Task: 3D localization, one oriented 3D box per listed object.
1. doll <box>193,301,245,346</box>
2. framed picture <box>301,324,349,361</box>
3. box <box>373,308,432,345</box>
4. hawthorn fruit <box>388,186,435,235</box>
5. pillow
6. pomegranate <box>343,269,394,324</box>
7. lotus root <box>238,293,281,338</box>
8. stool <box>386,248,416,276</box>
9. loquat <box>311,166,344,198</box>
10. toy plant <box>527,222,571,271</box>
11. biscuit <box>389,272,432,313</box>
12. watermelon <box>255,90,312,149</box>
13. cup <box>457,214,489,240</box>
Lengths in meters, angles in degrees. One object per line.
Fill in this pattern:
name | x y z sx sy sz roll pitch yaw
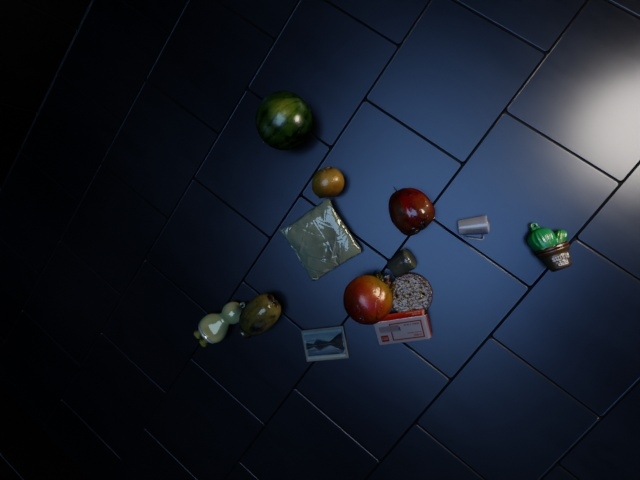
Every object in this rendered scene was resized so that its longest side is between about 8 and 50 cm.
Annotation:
doll | -0.471 0.389 1.963 0.296 0.117 0.141 -35 77 2
framed picture | 0.020 0.468 1.869 0.203 0.015 0.150 -9 91 16
box | 0.345 0.367 1.735 0.230 0.050 0.122 -11 110 16
hawthorn fruit | 0.347 -0.134 1.668 0.181 0.181 0.235 -41 62 14
pillow | 0.000 -0.002 1.817 0.274 0.076 0.280 -33 90 19
pomegranate | 0.203 0.235 1.707 0.210 0.210 0.235 36 80 11
lotus root | -0.295 0.360 1.890 0.154 0.154 0.278 47 109 9
stool | 0.337 0.096 1.716 0.110 0.096 0.096 -37 83 19
loquat | 0.029 -0.247 1.759 0.141 0.141 0.141 1 94 16
toy plant | 0.869 0.014 1.555 0.143 0.105 0.200 -21 76 8
biscuit | 0.379 0.230 1.745 0.188 0.027 0.187 1 92 16
watermelon | -0.156 -0.506 1.747 0.243 0.242 0.242 1 94 16
cup | 0.614 -0.045 1.646 0.116 0.074 0.104 -8 120 20
